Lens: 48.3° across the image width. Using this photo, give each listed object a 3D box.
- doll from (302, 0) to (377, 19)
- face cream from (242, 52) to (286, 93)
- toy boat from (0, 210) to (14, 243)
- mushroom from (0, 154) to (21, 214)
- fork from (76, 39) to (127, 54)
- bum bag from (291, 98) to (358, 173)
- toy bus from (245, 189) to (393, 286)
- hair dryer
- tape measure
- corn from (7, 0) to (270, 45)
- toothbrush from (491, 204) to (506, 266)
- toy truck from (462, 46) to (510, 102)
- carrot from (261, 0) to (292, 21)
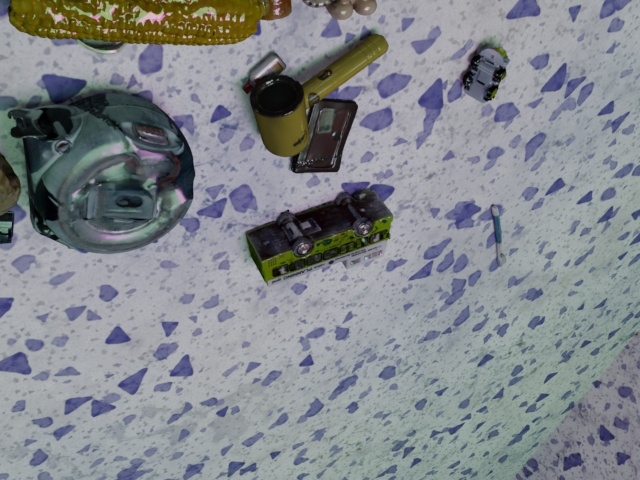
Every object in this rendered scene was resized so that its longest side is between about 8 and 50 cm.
[{"bbox_3d":[0.061,-0.465,1.086,0.154,0.119,0.278,-11,145,-26],"label":"doll"},{"bbox_3d":[-0.098,-0.281,1.217,0.083,0.021,0.040,-40,143,7],"label":"face cream"},{"bbox_3d":[-0.557,-0.023,1.119,0.141,0.060,0.055,0,131,-27],"label":"toy boat"},{"bbox_3d":[-0.522,-0.120,0.958,0.190,0.164,0.267,-20,139,-21],"label":"mushroom"},{"bbox_3d":[-0.256,-0.302,1.077,0.220,0.034,0.028,-14,110,-27],"label":"fork"},{"bbox_3d":[0.008,-0.200,1.382,0.109,0.026,0.159,-4,126,-34],"label":"bum bag"},{"bbox_3d":[0.000,0.000,1.514,0.302,0.113,0.139,-18,139,-17],"label":"toy bus"},{"bbox_3d":[0.006,-0.267,1.261,0.279,0.090,0.135,-38,155,-12],"label":"hair dryer"},{"bbox_3d":[-0.335,-0.098,1.133,0.275,0.147,0.256,-11,136,-26],"label":"tape measure"},{"bbox_3d":[-0.240,-0.328,0.988,0.364,0.120,0.120,-10,135,-28],"label":"corn"},{"bbox_3d":[0.482,-0.010,1.924,0.025,0.019,0.275,-35,142,-9],"label":"toothbrush"},{"bbox_3d":[0.344,-0.341,1.448,0.077,0.076,0.111,-31,151,-46],"label":"toy truck"},{"bbox_3d":[-0.076,-0.435,1.055,0.061,0.061,0.209,-19,135,-20],"label":"carrot"}]
